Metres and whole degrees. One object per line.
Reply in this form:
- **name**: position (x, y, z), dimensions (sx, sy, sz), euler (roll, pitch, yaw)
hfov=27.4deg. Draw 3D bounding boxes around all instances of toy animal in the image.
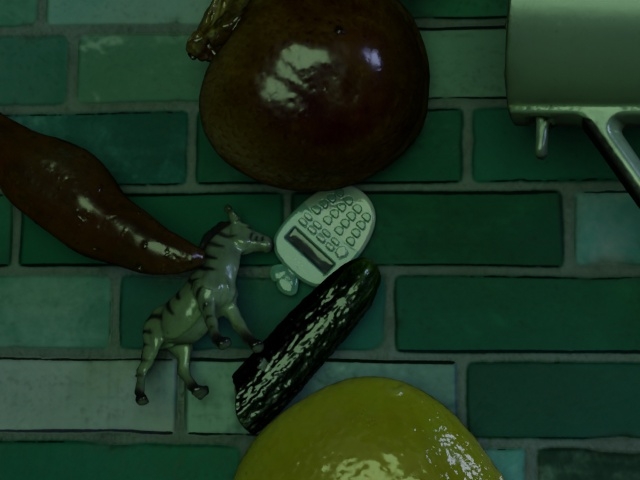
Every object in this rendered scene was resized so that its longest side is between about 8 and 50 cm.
- **toy animal**: position (-0.143, 0.079, 1.528), dimensions (0.217, 0.073, 0.176), euler (-38, 49, 17)

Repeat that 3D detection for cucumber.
- **cucumber**: position (-0.017, 0.116, 1.517), dimensions (0.074, 0.074, 0.241), euler (42, 88, 9)

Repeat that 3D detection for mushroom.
- **mushroom**: position (-0.019, -0.188, 1.493), dimensions (0.283, 0.195, 0.263), euler (22, 92, 8)

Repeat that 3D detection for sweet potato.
- **sweet potato**: position (-0.291, -0.050, 1.551), dimensions (0.359, 0.112, 0.112), euler (39, 89, 12)

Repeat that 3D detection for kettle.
- **kettle**: position (0.391, -0.194, 1.393), dimensions (0.376, 0.250, 0.361), euler (4, 77, 13)

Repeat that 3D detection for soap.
- **soap**: position (0.086, 0.361, 1.455), dimensions (0.306, 0.115, 0.427), euler (-35, 81, 5)

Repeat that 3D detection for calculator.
- **calculator**: position (0.000, 0.000, 1.554), dimensions (0.095, 0.021, 0.153), euler (42, 89, 9)
